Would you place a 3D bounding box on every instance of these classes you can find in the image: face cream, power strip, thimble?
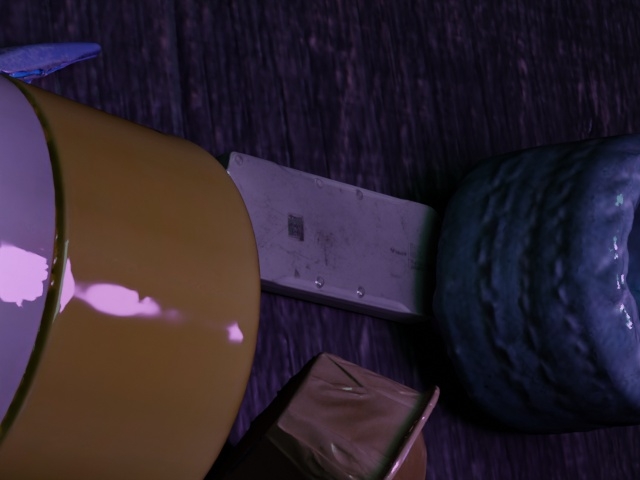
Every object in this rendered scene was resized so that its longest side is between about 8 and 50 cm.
[{"bbox_3d":[-0.163,0.031,0.909,0.179,0.218,0.218,17,64,-40],"label":"face cream"},{"bbox_3d":[0.000,0.000,1.213,0.227,0.029,0.080,15,67,-40],"label":"power strip"},{"bbox_3d":[0.190,0.027,1.287,0.235,0.143,0.198,-23,101,-55],"label":"thimble"}]

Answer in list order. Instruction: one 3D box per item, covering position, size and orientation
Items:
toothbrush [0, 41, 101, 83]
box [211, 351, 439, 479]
[{"bbox_3d":[-0.271,-0.070,0.974,0.413,0.035,0.042,-15,83,-46],"label":"toothbrush"},{"bbox_3d":[0.001,0.138,1.071,0.111,0.177,0.111,14,53,-20],"label":"box"}]
